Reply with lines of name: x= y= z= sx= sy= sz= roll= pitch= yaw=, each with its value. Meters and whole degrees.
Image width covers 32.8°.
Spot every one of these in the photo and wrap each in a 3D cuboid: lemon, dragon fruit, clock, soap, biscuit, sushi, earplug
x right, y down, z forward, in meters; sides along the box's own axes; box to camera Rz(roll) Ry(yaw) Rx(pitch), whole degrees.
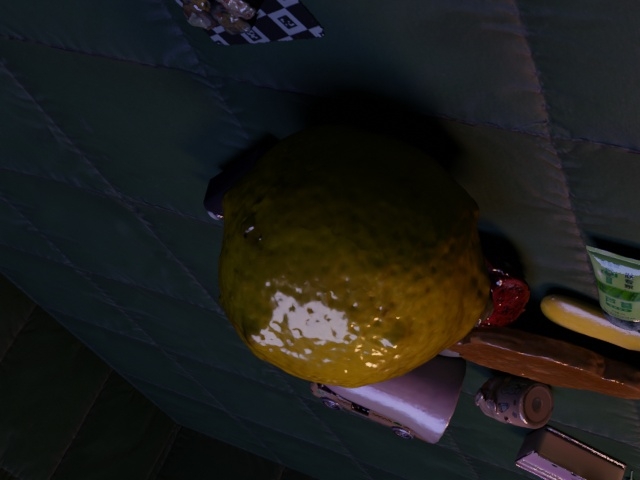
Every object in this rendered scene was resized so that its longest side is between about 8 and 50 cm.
lemon: x=0.045 y=0.027 z=1.436 sx=0.387 sy=0.350 sz=0.350 roll=23 pitch=160 yaw=-7
dragon fruit: x=0.252 y=0.057 z=1.633 sx=0.161 sy=0.121 sz=0.127 roll=13 pitch=132 yaw=-45
clock: x=0.518 y=0.467 z=2.262 sx=0.192 sy=0.071 sz=0.147 roll=26 pitch=159 yaw=3
soap: x=0.412 y=0.124 z=1.636 sx=0.168 sy=0.033 sz=0.089 roll=22 pitch=161 yaw=14
biscuit: x=0.352 y=0.190 z=1.781 sx=0.375 sy=0.051 sz=0.269 roll=14 pitch=166 yaw=8
sushi: x=-0.123 y=-0.286 z=1.312 sx=0.210 sy=0.040 sz=0.192 roll=4 pitch=149 yaw=46
earplug: x=0.108 y=0.252 z=2.075 sx=0.301 sy=0.172 sz=0.172 roll=22 pitch=159 yaw=-1

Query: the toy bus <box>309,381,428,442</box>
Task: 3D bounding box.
toy bus: x=0.126 y=0.299 z=2.252 sx=0.289 sy=0.139 sz=0.157 roll=22 pitch=155 yaw=10

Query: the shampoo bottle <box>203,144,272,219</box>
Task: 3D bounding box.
shampoo bottle: x=-0.117 y=-0.076 z=1.745 sx=0.098 sy=0.071 sz=0.309 roll=16 pitch=164 yaw=-21

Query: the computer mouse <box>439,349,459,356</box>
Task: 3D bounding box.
computer mouse: x=0.237 y=0.178 z=1.949 sx=0.089 sy=0.056 sz=0.181 roll=33 pitch=158 yaw=-28

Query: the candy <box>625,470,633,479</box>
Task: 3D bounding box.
candy: x=0.643 y=0.495 z=2.256 sx=0.023 sy=0.025 sz=0.083 roll=-7 pitch=141 yaw=10

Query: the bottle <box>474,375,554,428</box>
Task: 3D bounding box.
bottle: x=0.354 y=0.301 z=2.044 sx=0.099 sy=0.099 sz=0.152 roll=39 pitch=160 yaw=-29

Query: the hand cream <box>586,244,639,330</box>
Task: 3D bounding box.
hand cream: x=0.414 y=0.068 z=1.484 sx=0.095 sy=0.046 sz=0.175 roll=19 pitch=156 yaw=28
